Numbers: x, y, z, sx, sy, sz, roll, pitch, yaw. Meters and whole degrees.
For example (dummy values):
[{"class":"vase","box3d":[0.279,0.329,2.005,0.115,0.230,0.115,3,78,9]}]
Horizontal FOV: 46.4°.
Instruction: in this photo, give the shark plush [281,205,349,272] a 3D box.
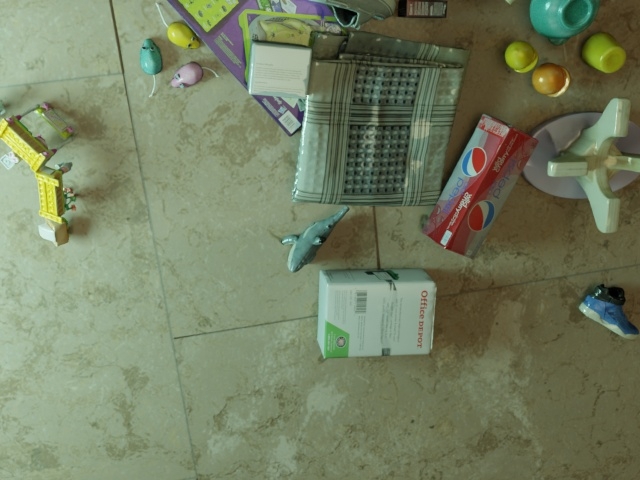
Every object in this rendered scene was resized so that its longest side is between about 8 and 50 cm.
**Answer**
[{"class":"shark plush","box3d":[0.000,0.000,1.448,0.161,0.067,0.073,-33,109,2]}]

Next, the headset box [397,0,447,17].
[{"class":"headset box","box3d":[0.181,-0.420,1.355,0.083,0.062,0.032,-2,106,-10]}]

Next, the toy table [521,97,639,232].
[{"class":"toy table","box3d":[0.539,-0.156,1.443,0.274,0.161,0.252,-14,108,-4]}]

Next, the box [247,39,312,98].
[{"class":"box","box3d":[-0.073,-0.295,1.284,0.101,0.102,0.087,3,108,-10]}]

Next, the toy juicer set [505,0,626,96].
[{"class":"toy juicer set","box3d":[0.418,-0.414,1.371,0.209,0.089,0.329,-30,125,9]}]

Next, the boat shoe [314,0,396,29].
[{"class":"boat shoe","box3d":[0.049,-0.407,1.280,0.227,0.079,0.081,4,107,-55]}]

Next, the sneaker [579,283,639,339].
[{"class":"sneaker","box3d":[0.640,0.149,1.603,0.152,0.058,0.084,29,109,-9]}]

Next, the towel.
[{"class":"towel","box3d":[0.113,-0.215,1.380,0.312,0.056,0.324,1,111,-17]}]

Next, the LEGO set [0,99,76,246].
[{"class":"LEGO set","box3d":[-0.488,-0.136,1.331,0.132,0.107,0.287,-12,117,31]}]

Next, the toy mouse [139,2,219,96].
[{"class":"toy mouse","box3d":[-0.267,-0.314,1.330,0.161,0.031,0.143,36,98,-17]}]

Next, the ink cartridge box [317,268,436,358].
[{"class":"ink cartridge box","box3d":[0.110,0.144,1.496,0.220,0.092,0.160,0,107,-10]}]

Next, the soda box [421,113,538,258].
[{"class":"soda box","box3d":[0.307,-0.102,1.447,0.092,0.083,0.263,18,104,-36]}]

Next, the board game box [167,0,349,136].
[{"class":"board game box","box3d":[-0.094,-0.381,1.332,0.208,0.056,0.347,-40,109,8]}]
